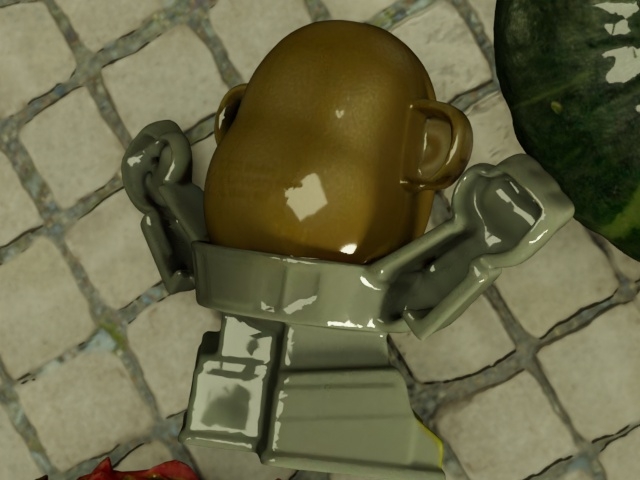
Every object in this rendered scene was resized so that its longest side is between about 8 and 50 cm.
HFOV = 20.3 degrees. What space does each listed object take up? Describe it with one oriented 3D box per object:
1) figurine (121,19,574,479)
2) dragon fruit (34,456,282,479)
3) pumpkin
[{"bbox_3d":[0.000,0.000,1.156,0.342,0.167,0.285,6,91,18],"label":"figurine"},{"bbox_3d":[-0.118,0.243,1.164,0.268,0.210,0.205,-25,98,4],"label":"dragon fruit"},{"bbox_3d":[0.251,-0.121,1.105,0.300,0.207,0.300,0,84,-3],"label":"pumpkin"}]
